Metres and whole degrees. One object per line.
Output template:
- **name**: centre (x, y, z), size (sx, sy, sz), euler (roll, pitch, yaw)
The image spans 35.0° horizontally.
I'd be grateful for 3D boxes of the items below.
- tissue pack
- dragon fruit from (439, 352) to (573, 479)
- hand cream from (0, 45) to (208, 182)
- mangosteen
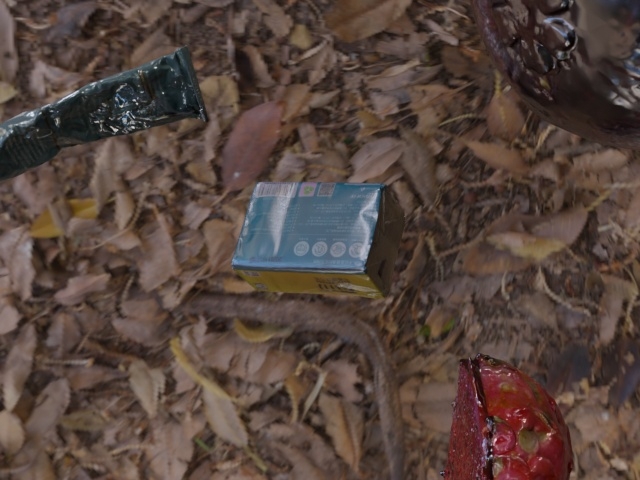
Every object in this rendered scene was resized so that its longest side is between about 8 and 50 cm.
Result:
- **tissue pack**: centre (0.000, 0.000, 1.156), size (0.169, 0.082, 0.120), euler (2, 61, 24)
- **dragon fruit**: centre (0.207, 0.252, 1.112), size (0.163, 0.189, 0.261), euler (28, 124, 49)
- **hand cream**: centre (-0.236, -0.115, 1.011), size (0.248, 0.052, 0.075), euler (-21, 134, -9)
- **mangosteen**: centre (0.265, -0.212, 0.793), size (0.297, 0.293, 0.297), euler (17, 115, 43)
